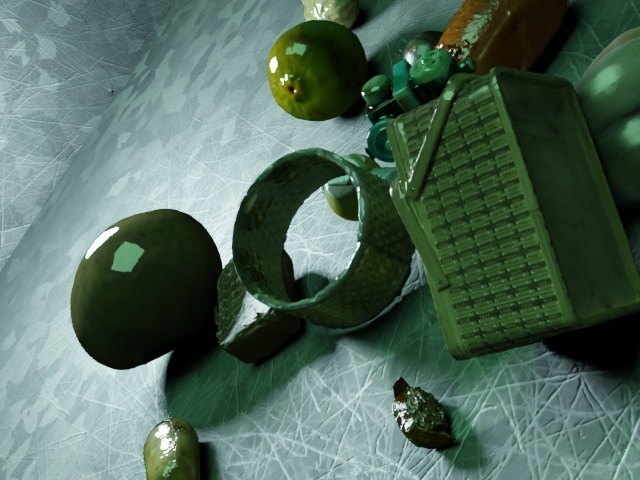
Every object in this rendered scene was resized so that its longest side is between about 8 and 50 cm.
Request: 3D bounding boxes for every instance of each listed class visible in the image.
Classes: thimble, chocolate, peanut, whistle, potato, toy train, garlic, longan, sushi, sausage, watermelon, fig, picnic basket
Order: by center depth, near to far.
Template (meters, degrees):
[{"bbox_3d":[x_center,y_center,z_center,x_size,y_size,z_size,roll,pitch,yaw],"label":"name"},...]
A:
[{"bbox_3d":[0.224,-0.033,1.078,0.175,0.228,0.312,-23,78,38],"label":"picnic basket"},{"bbox_3d":[0.424,-0.163,1.192,0.292,0.210,0.237,-34,-1,34],"label":"garlic"},{"bbox_3d":[0.135,0.231,1.204,0.055,0.052,0.120,-58,25,18],"label":"sushi"},{"bbox_3d":[0.192,-0.134,1.287,0.194,0.298,0.120,-28,30,25],"label":"toy train"},{"bbox_3d":[0.000,0.000,1.447,0.271,0.150,0.270,-12,69,33],"label":"thimble"},{"bbox_3d":[0.304,-0.354,1.515,0.268,0.153,0.141,-53,30,-5],"label":"sausage"},{"bbox_3d":[-0.250,0.370,1.538,0.107,0.080,0.170,-53,26,11],"label":"potato"},{"bbox_3d":[0.100,-0.090,1.575,0.223,0.123,0.122,1,55,31],"label":"whistle"},{"bbox_3d":[-0.109,0.106,1.628,0.148,0.093,0.214,-35,34,23],"label":"chocolate"},{"bbox_3d":[0.196,-0.338,1.685,0.133,0.105,0.105,26,78,42],"label":"watermelon"},{"bbox_3d":[-0.338,0.097,1.779,0.350,0.288,0.288,-46,30,20],"label":"longan"},{"bbox_3d":[0.009,-0.359,1.899,0.230,0.207,0.207,-26,19,-28],"label":"fig"},{"bbox_3d":[0.014,-0.577,2.194,0.136,0.120,0.298,-37,30,13],"label":"peanut"}]
